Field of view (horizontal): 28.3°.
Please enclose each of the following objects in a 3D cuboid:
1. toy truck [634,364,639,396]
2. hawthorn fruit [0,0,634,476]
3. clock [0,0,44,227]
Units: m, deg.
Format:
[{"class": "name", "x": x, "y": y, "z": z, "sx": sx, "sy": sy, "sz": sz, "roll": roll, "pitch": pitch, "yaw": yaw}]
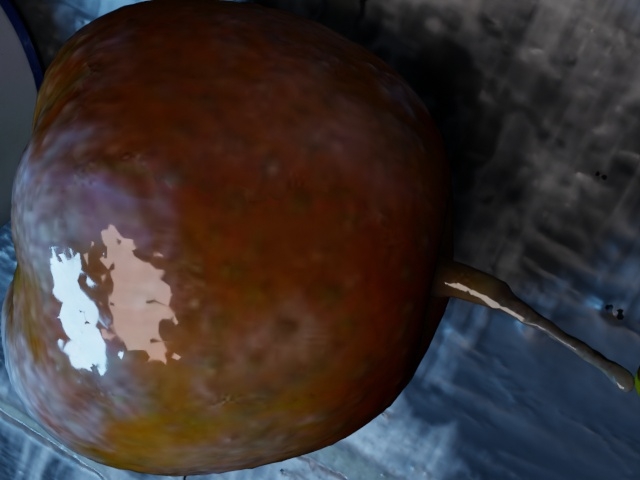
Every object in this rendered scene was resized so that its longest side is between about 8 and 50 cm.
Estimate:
[{"class": "toy truck", "x": 0.238, "y": 0.094, "z": 0.594, "sx": 0.224, "sy": 0.147, "sz": 0.165, "roll": 43, "pitch": 150, "yaw": 3}, {"class": "hawthorn fruit", "x": -0.039, "y": -0.009, "z": 0.633, "sx": 0.231, "sy": 0.263, "sz": 0.235, "roll": 12, "pitch": 120, "yaw": 65}, {"class": "clock", "x": -0.284, "y": -0.090, "z": 0.784, "sx": 0.230, "sy": 0.083, "sz": 0.230, "roll": 13, "pitch": 121, "yaw": 23}]
